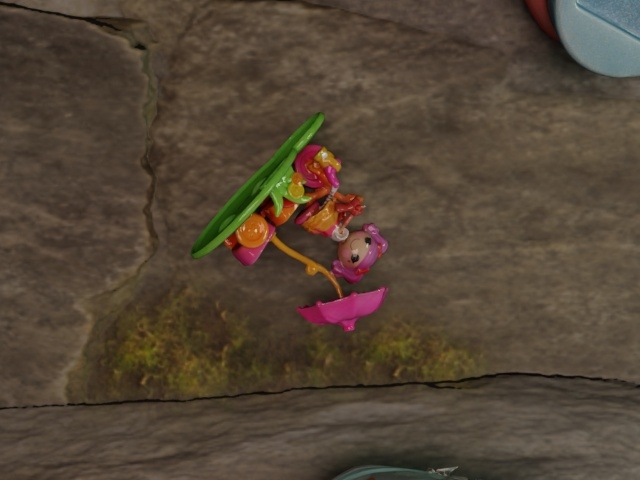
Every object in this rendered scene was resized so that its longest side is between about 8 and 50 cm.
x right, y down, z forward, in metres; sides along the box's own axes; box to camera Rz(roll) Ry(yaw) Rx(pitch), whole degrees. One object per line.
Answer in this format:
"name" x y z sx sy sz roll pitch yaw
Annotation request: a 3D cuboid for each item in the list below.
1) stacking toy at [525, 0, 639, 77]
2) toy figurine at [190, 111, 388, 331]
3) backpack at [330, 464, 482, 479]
"stacking toy" 0.306 -0.267 0.497 0.309 0.130 0.279 -13 121 7
"toy figurine" 0.000 0.000 0.622 0.159 0.130 0.173 43 72 -14
"backpack" 0.090 0.309 0.587 0.253 0.191 0.225 10 94 -4
